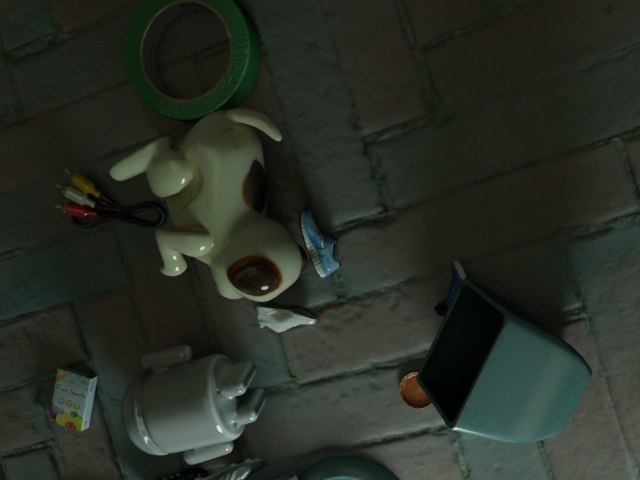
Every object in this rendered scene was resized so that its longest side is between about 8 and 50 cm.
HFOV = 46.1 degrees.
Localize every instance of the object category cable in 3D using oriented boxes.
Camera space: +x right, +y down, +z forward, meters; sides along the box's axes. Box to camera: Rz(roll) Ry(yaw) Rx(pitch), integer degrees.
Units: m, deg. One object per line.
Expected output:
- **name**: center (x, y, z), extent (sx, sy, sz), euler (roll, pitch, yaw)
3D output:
- **cable**: center (-0.523, -0.069, 1.847), extent (0.287, 0.072, 0.139), euler (21, 103, 14)

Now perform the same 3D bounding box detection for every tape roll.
- **tape roll**: center (-0.302, -0.439, 1.767), extent (0.321, 0.077, 0.321), euler (1, 92, 17)

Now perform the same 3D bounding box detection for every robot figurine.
- **robot figurine**: center (-0.306, 0.380, 1.732), extent (0.353, 0.200, 0.300), euler (-15, 102, 16)

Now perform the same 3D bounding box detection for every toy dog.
- **toy dog**: center (-0.191, -0.057, 1.658), extent (0.395, 0.284, 0.408), euler (-27, 91, 16)

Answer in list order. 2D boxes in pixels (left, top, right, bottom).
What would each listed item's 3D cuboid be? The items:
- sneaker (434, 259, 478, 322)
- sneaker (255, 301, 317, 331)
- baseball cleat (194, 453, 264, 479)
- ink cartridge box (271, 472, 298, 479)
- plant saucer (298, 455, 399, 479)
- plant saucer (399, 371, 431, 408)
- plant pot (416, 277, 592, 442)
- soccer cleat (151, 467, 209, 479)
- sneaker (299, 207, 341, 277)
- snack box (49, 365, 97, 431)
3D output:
- **sneaker**: center (0.283, 0.123, 1.623), extent (0.084, 0.058, 0.152), euler (-14, 94, 8)
- **sneaker**: center (-0.078, 0.181, 1.740), extent (0.152, 0.054, 0.061), euler (6, 103, 22)
- **baseball cleat**: center (-0.218, 0.583, 1.760), extent (0.206, 0.072, 0.109), euler (-23, 67, 5)
- **ink cartridge box**: center (-0.085, 0.689, 1.718), extent (0.239, 0.060, 0.275), euler (-37, 72, 50)
- **plant saucer**: center (0.066, 0.654, 1.715), extent (0.317, 0.044, 0.317), euler (1, 93, 16)
- **plant saucer**: center (0.217, 0.333, 1.673), extent (0.083, 0.013, 0.083), euler (1, 93, 17)
- **plant pot**: center (0.381, 0.260, 1.504), extent (0.252, 0.248, 0.247), euler (23, 99, -13)
- **soccer cleat**: center (-0.353, 0.595, 1.818), extent (0.179, 0.072, 0.060), euler (-18, 87, 16)
- **sneaker**: center (0.000, 0.000, 1.712), extent (0.073, 0.063, 0.162), euler (-21, 89, -3)
- **snack box**: center (-0.629, 0.402, 1.911), extent (0.100, 0.037, 0.141), euler (13, 95, 15)
